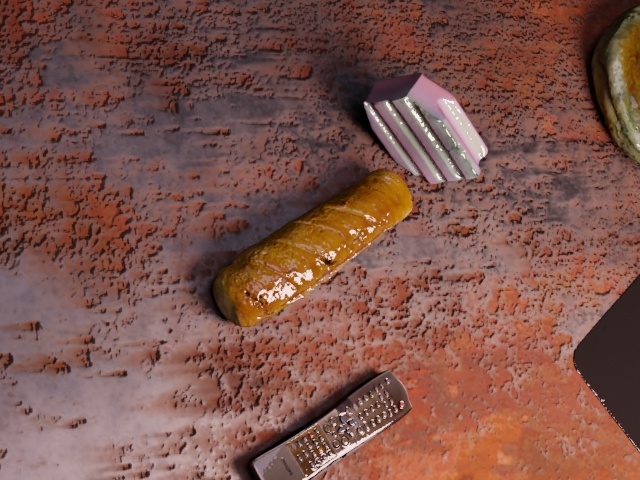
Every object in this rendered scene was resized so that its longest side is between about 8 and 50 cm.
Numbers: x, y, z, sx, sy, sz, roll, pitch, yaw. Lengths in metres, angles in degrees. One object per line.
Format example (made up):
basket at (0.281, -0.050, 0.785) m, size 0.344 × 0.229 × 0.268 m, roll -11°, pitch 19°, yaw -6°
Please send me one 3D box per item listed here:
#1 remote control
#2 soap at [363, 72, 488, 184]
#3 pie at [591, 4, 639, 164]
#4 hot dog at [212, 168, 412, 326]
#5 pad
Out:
remote control at (0.014, 0.210, 1.377) m, size 0.212 × 0.028 × 0.059 m, roll -29°, pitch 84°, yaw -34°
soap at (0.121, -0.135, 1.515) m, size 0.149 × 0.100 × 0.056 m, roll 50°, pitch 47°, yaw -34°
pie at (0.502, -0.197, 1.766) m, size 0.302 × 0.067 × 0.303 m, roll 10°, pitch 67°, yaw -25°
hot dog at (-0.002, 0.000, 1.427) m, size 0.088 × 0.061 × 0.286 m, roll 46°, pitch 55°, yaw 7°
pad at (0.443, 0.142, 1.648) m, size 0.267 × 0.004 × 0.181 m, roll -40°, pitch 94°, yaw -32°
